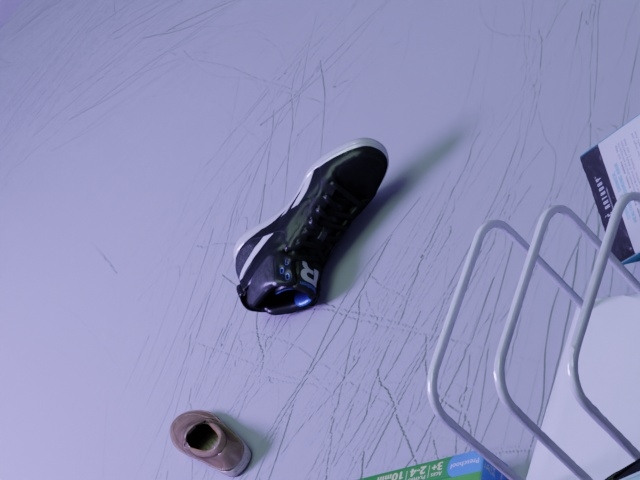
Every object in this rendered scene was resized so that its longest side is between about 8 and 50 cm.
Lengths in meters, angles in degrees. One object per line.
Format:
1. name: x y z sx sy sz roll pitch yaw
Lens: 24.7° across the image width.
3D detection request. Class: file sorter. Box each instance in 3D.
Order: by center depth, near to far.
1. file sorter: 0.241 0.075 1.057 0.278 0.173 0.193 -10 48 45

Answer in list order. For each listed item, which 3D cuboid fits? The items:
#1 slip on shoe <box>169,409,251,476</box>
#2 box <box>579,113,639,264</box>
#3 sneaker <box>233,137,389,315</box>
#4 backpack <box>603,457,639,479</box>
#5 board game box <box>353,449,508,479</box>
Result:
1. slip on shoe: -0.120 0.198 1.477 0.051 0.041 0.135 -53 33 -7
2. box: 0.300 -0.068 1.118 0.244 0.060 0.100 -41 62 60
3. sneaker: 0.000 0.000 1.521 0.217 0.079 0.121 -43 35 24
4. backpack: 0.261 0.196 0.851 0.253 0.225 0.191 -40 50 21
5. board game box: 0.066 0.280 1.173 0.160 0.039 0.211 -21 42 36
